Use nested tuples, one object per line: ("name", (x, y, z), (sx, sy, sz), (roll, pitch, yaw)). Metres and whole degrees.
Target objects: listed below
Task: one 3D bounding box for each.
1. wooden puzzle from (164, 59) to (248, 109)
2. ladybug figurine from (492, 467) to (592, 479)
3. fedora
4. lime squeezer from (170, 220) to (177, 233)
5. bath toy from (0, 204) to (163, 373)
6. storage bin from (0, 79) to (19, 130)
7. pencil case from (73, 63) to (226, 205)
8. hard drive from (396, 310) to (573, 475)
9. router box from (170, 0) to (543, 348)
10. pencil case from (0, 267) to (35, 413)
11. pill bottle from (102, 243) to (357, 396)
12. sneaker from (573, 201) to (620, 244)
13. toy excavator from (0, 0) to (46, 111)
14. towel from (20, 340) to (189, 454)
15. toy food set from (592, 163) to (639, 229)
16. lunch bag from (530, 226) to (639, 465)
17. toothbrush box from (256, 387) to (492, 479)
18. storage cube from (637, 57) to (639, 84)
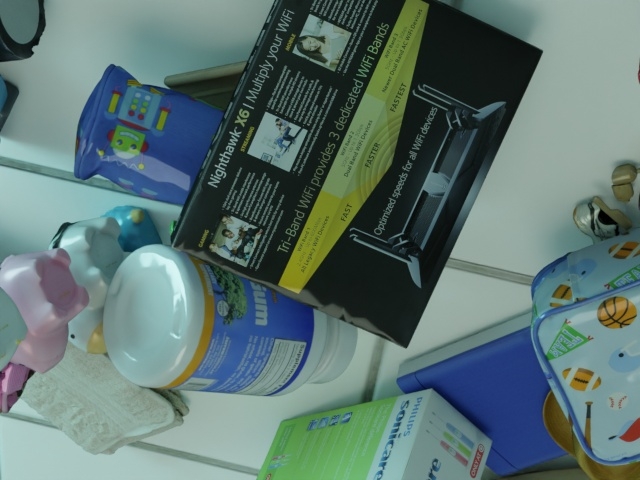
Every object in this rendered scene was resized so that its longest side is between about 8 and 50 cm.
("wooden puzzle", (-0.016, -0.112, 1.609), (0.221, 0.044, 0.239), (-8, 138, 24))
("ladybug figurine", (0.319, 0.427, 1.992), (0.449, 0.162, 0.305), (-15, 130, 30))
("fedora", (0.339, 0.226, 1.770), (0.194, 0.079, 0.194), (9, 139, 8))
("lime squeezer", (0.000, 0.000, 1.679), (0.310, 0.059, 0.110), (-4, 170, 10))
("bath toy", (-0.302, 0.072, 1.668), (0.129, 0.348, 0.151), (-17, 95, 32))
("storage bin", (-0.393, -0.141, 1.656), (0.135, 0.098, 0.091), (30, 126, -16))
("pencil case", (-0.091, -0.074, 1.548), (0.306, 0.133, 0.119), (19, 97, -9))
("hard drive", (0.276, 0.167, 1.816), (0.318, 0.040, 0.210), (-26, 124, 37))
("router box", (0.030, -0.088, 1.451), (0.243, 0.081, 0.309), (24, 94, -9))
("pencil case", (-0.494, 0.049, 1.804), (0.386, 0.160, 0.167), (29, 149, -3))
("pill bottle", (-0.089, 0.093, 1.703), (0.152, 0.152, 0.272), (-28, 155, 38))
("sneaker", (0.301, -0.009, 1.627), (0.037, 0.032, 0.083), (-27, 124, 37))
("toy excavator", (-0.427, -0.100, 1.439), (0.222, 0.445, 0.433), (-1, 135, 19))
("towel", (-0.319, 0.173, 1.997), (0.187, 0.049, 0.282), (-26, 124, 35))
("toy food set", (0.338, -0.062, 1.571), (0.078, 0.019, 0.122), (38, 126, -23))
("lunch bag", (0.371, 0.102, 1.608), (0.303, 0.115, 0.243), (-21, 116, 18))
("toothbrush box", (0.044, 0.314, 1.888), (0.122, 0.206, 0.283), (41, 143, -25))
("storage cube", (0.393, -0.167, 1.310), (0.215, 0.193, 0.184), (-17, 129, 32))
